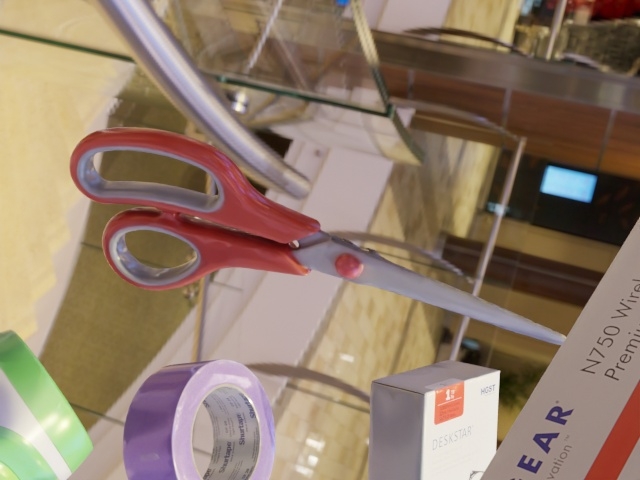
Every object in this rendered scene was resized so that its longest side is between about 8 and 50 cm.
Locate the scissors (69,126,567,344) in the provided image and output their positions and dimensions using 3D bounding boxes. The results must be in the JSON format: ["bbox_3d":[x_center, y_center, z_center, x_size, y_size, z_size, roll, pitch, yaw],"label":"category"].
[{"bbox_3d":[0.000,0.000,0.445,0.021,0.297,0.109,-63,158,-55],"label":"scissors"}]

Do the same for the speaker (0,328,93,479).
[{"bbox_3d":[-0.308,0.186,0.528,0.296,0.131,0.131,-35,145,-24],"label":"speaker"}]

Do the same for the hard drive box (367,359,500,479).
[{"bbox_3d":[0.151,0.292,1.069,0.181,0.089,0.232,-5,97,-47],"label":"hard drive box"}]

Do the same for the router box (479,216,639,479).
[{"bbox_3d":[0.239,0.056,0.272,0.335,0.301,0.082,-51,120,-19],"label":"router box"}]

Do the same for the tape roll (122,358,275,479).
[{"bbox_3d":[-0.141,0.240,0.965,0.189,0.080,0.189,25,60,-53],"label":"tape roll"}]
